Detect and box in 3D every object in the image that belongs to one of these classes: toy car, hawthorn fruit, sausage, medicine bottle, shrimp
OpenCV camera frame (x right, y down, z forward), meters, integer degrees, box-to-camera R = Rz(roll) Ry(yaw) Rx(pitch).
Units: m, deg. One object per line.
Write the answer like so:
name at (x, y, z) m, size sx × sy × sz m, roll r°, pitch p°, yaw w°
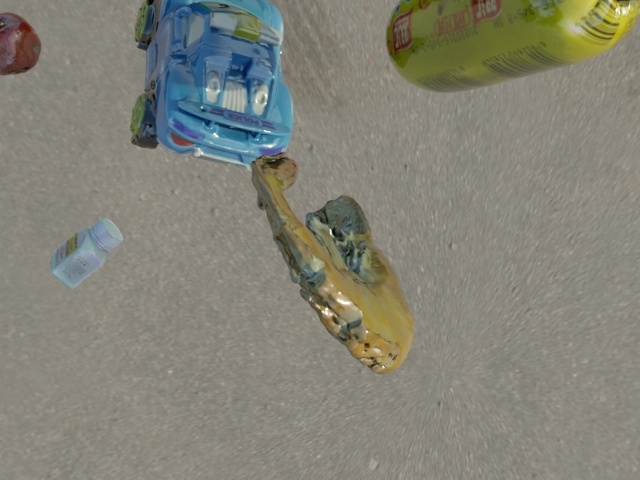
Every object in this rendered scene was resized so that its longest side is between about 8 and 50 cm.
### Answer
toy car at (-0.125, -0.229, 1.161) m, size 0.198 × 0.166 × 0.314 m, roll 13°, pitch 54°, yaw -25°
hawthorn fruit at (-0.440, -0.278, 1.295) m, size 0.093 × 0.093 × 0.093 m, roll -1°, pitch 82°, yaw 7°
sausage at (0.168, -0.211, 0.866) m, size 0.123 × 0.347 × 0.123 m, roll 0°, pitch 91°, yaw -26°
medicine bottle at (-0.390, 0.017, 1.539) m, size 0.118 × 0.074 × 0.055 m, roll -36°, pitch 120°, yaw 10°
shrimp at (-0.001, 0.001, 0.652) m, size 0.058 × 0.253 × 0.173 m, roll -37°, pitch 116°, yaw 9°
